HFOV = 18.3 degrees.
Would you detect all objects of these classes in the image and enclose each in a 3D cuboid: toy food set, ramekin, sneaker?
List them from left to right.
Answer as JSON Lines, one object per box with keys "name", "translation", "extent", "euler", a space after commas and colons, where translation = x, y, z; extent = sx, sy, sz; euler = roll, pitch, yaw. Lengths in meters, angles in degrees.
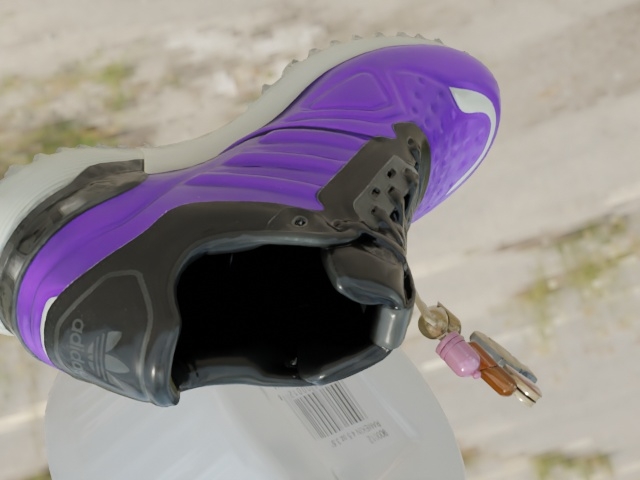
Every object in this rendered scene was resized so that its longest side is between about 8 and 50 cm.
{"name": "ramekin", "translation": [-0.032, 0.141, 1.304], "extent": [0.135, 0.277, 0.277], "euler": [-43, 153, 27]}
{"name": "sneaker", "translation": [0.000, 0.001, 0.867], "extent": [0.293, 0.146, 0.102], "euler": [-25, 130, -37]}
{"name": "toy food set", "translation": [0.100, 0.076, 1.290], "extent": [0.122, 0.078, 0.019], "euler": [36, 102, -25]}
